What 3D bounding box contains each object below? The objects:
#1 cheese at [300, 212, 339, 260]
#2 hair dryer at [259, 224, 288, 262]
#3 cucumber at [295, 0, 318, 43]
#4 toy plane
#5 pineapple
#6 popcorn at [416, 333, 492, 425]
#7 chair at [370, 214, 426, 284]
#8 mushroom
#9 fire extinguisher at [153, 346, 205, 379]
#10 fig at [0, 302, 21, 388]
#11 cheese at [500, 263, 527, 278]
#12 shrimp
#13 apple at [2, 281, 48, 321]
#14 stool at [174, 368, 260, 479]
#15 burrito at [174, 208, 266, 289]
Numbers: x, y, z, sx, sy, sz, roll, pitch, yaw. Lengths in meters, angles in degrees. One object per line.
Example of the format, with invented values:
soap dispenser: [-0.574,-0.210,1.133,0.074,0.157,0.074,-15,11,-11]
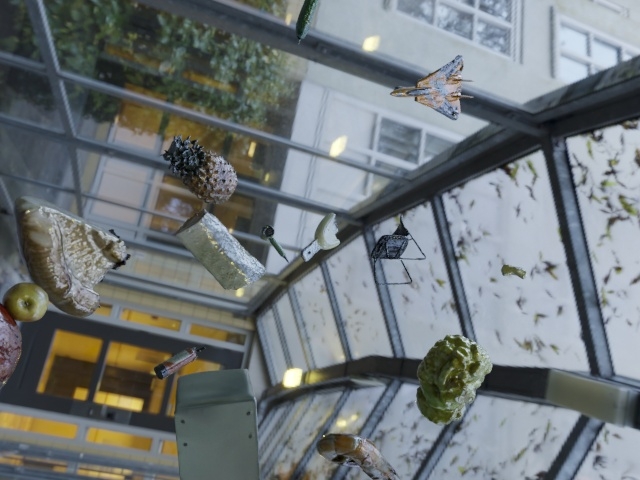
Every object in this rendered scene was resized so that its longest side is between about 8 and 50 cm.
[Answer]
cheese: [-0.001,0.000,2.368,0.049,0.127,0.235,-3,-152,42]
hair dryer: [-0.153,0.017,2.086,0.047,0.150,0.071,-34,-178,-14]
cucumber: [-0.034,-0.593,1.592,0.039,0.039,0.168,-106,-144,-63]
toy plane: [0.326,-0.463,1.894,0.103,0.315,0.204,33,-52,56]
pineapple: [-0.377,-0.217,1.843,0.157,0.278,0.158,-11,-114,25]
popcorn: [0.387,0.386,1.759,0.173,0.225,0.286,38,-36,34]
chair: [0.247,0.025,2.110,0.140,0.145,0.221,113,-29,-44]
mushroom: [-0.854,0.040,1.959,0.224,0.397,0.314,25,-99,37]
fire extinguisher: [-0.459,0.394,2.009,0.062,0.177,0.050,-25,-88,47]
fig: [-0.683,0.194,1.140,0.224,0.223,0.263,-97,-153,-55]
cheese: [0.634,0.104,2.007,0.030,0.083,0.044,95,13,-55]
shrimp: [0.091,0.540,1.497,0.152,0.287,0.063,-17,-137,26]
apple: [-0.586,0.123,1.219,0.071,0.083,0.084,-11,-116,59]
stool: [-0.226,0.445,1.354,0.243,0.170,0.270,-159,-115,-79]
burrito: [-0.287,0.040,1.827,0.105,0.299,0.143,-20,-148,37]
